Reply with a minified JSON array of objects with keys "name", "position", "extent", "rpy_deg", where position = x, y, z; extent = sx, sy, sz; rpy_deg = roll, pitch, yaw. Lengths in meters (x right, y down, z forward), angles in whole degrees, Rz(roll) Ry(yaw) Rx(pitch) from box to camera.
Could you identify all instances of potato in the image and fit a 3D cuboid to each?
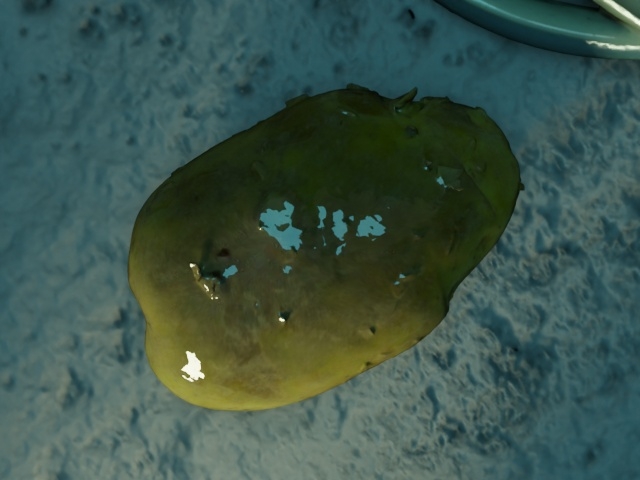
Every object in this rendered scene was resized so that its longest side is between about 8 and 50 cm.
[{"name":"potato","position":[0.000,0.000,1.182],"extent":[0.296,0.141,0.191],"rpy_deg":[-30,92,0]}]

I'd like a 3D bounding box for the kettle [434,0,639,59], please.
[{"name":"kettle","position":[0.172,-0.276,1.140],"extent":[0.342,0.247,0.319],"rpy_deg":[32,118,9]}]
